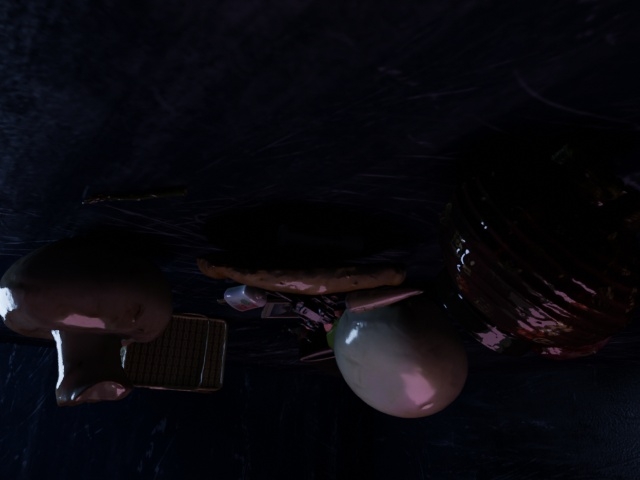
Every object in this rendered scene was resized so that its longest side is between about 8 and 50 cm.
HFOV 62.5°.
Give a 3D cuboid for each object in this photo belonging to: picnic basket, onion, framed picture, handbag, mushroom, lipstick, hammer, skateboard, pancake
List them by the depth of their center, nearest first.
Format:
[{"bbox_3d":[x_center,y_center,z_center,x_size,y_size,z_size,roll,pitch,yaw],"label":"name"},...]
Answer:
[{"bbox_3d":[0.000,0.000,0.856,0.141,0.040,0.040,9,160,-19],"label":"lipstick"},{"bbox_3d":[-0.040,0.052,0.891,0.355,0.065,0.356,6,176,0],"label":"pancake"},{"bbox_3d":[-0.423,0.146,0.945,0.297,0.290,0.297,1,160,0],"label":"mushroom"},{"bbox_3d":[0.184,0.275,1.242,0.315,0.315,0.356,-2,153,11],"label":"mushroom"},{"bbox_3d":[-0.188,0.143,1.333,0.198,0.013,0.062,-13,156,38],"label":"hammer"},{"bbox_3d":[0.614,0.250,1.392,0.283,0.120,0.227,1,156,5],"label":"onion"},{"bbox_3d":[-0.079,0.183,1.412,0.150,0.015,0.203,1,161,-11],"label":"framed picture"},{"bbox_3d":[-0.443,0.342,1.617,0.312,0.228,0.175,12,161,-24],"label":"picnic basket"},{"bbox_3d":[-0.073,0.288,1.677,0.080,0.067,0.151,18,161,-15],"label":"skateboard"},{"bbox_3d":[0.085,0.403,1.904,0.256,0.114,0.285,-14,149,25],"label":"handbag"}]

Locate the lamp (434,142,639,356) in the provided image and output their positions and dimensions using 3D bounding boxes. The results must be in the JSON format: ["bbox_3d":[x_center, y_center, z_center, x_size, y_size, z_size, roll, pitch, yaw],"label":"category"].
[{"bbox_3d":[0.250,0.011,0.598,0.246,0.247,0.247,2,161,1],"label":"lamp"}]

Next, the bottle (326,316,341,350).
[{"bbox_3d":[0.074,0.275,1.533,0.112,0.112,0.260,5,161,-8],"label":"bottle"}]

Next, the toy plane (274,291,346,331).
[{"bbox_3d":[-0.034,0.163,1.285,0.189,0.061,0.130,24,123,-26],"label":"toy plane"}]

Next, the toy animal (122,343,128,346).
[{"bbox_3d":[-0.528,0.188,1.304,0.197,0.171,0.171,5,162,17],"label":"toy animal"}]

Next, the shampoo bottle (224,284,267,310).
[{"bbox_3d":[-0.173,0.134,1.248,0.099,0.043,0.072,-17,134,43],"label":"shampoo bottle"}]

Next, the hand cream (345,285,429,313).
[{"bbox_3d":[0.111,0.097,0.897,0.143,0.039,0.061,-14,172,24],"label":"hand cream"}]

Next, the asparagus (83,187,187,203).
[{"bbox_3d":[-0.264,-0.064,0.747,0.162,0.016,0.016,-2,-173,13],"label":"asparagus"}]
